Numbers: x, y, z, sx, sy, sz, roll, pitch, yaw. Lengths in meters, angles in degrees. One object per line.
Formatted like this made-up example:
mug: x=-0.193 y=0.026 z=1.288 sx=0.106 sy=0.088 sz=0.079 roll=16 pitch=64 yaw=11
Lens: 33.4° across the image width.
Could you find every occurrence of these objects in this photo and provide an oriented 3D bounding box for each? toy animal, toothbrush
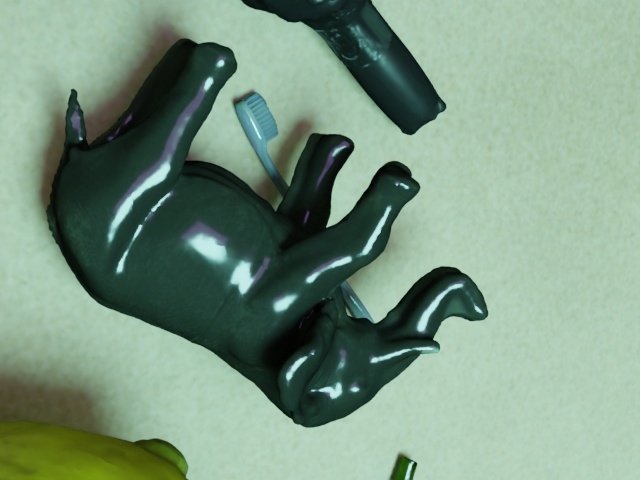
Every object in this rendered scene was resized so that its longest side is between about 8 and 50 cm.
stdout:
toy animal: x=-0.028 y=0.004 z=0.560 sx=0.245 sy=0.114 sz=0.146 roll=31 pitch=89 yaw=-4
toothbrush: x=0.000 y=0.000 z=0.626 sx=0.019 sy=0.013 sz=0.193 roll=-39 pitch=113 yaw=-26

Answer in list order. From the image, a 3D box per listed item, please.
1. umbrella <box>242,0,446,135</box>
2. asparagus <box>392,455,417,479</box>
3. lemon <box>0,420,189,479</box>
umbrella: x=-0.036 y=-0.174 z=0.538 sx=0.118 sy=0.118 sz=0.340 roll=-52 pitch=126 yaw=-11
asparagus: x=0.033 y=0.216 z=0.679 sx=0.016 sy=0.016 sz=0.163 roll=16 pitch=90 yaw=-48
lemon: x=-0.147 y=0.212 z=0.465 sx=0.233 sy=0.233 sz=0.288 roll=38 pitch=69 yaw=-28
